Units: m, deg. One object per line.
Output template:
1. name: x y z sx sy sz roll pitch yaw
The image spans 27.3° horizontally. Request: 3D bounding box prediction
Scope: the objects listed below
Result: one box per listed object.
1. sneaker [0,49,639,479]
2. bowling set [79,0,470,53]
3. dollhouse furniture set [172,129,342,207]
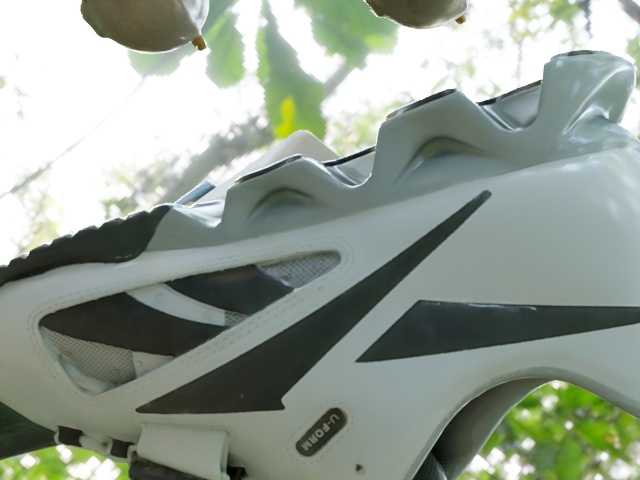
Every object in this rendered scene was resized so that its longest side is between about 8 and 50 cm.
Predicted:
1. sneaker: -0.025 0.058 0.482 0.330 0.122 0.146 -21 -102 23
2. bowling set: -0.076 -0.127 0.423 0.154 0.200 0.287 45 -4 46
3. dollhouse furniture set: 0.000 0.000 0.676 0.129 0.129 0.184 43 -15 45
